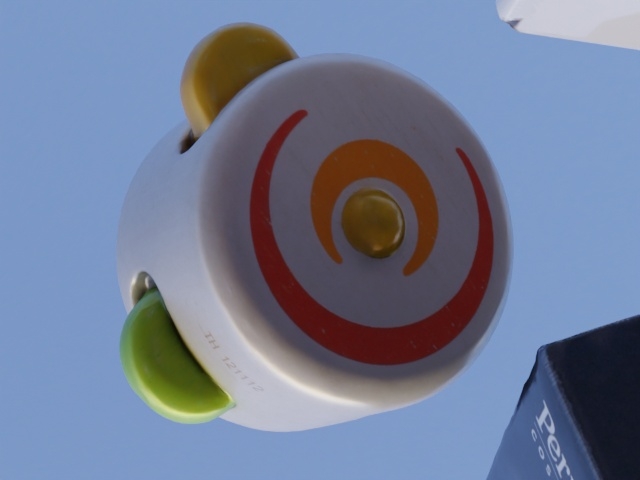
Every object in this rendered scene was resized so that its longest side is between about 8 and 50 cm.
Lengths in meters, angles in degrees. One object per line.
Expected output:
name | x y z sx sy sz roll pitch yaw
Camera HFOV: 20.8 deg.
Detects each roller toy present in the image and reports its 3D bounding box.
roller toy | 0.000 0.000 0.939 0.191 0.146 0.209 12 -107 -26

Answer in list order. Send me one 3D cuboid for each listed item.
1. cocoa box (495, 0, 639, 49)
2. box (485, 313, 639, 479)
cocoa box | 0.243 -0.184 0.481 0.347 0.231 0.228 7 -115 -13
box | 0.214 0.225 0.794 0.212 0.395 0.293 -15 -117 -12
